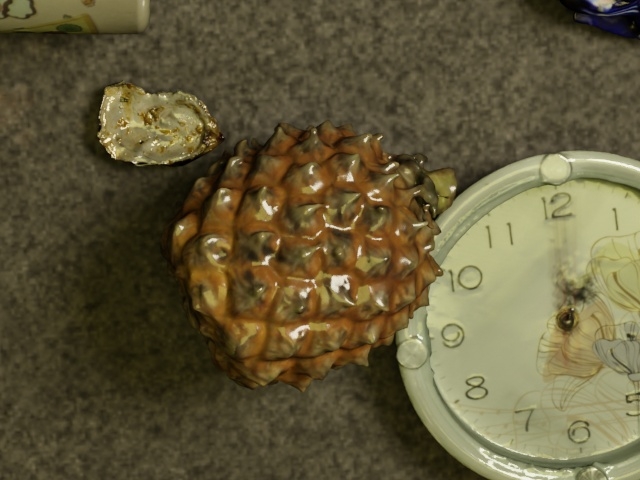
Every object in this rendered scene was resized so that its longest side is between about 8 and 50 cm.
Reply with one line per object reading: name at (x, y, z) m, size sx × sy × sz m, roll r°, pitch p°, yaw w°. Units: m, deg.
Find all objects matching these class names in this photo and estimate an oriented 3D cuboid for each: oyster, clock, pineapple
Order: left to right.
oyster at (-0.103, -0.073, 1.259) m, size 0.083 × 0.019 × 0.054 m, roll 9°, pitch 99°, yaw -5°
pineapple at (0.000, 0.000, 1.215) m, size 0.193 × 0.166 × 0.166 m, roll -25°, pitch 102°, yaw -7°
clock at (0.164, 0.054, 1.290) m, size 0.236 × 0.053 × 0.236 m, roll 0°, pitch 101°, yaw -2°

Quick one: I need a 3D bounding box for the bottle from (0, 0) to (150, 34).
bottle at (-0.229, -0.183, 1.175) m, size 0.253 × 0.120 × 0.120 m, roll -1°, pitch 101°, yaw -5°

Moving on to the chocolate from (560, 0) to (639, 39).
chocolate at (0.312, -0.207, 1.229) m, size 0.343 × 0.126 × 0.148 m, roll -6°, pitch 129°, yaw 3°
